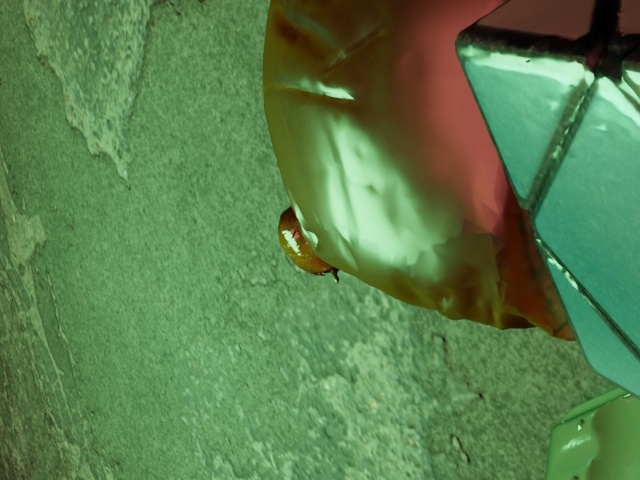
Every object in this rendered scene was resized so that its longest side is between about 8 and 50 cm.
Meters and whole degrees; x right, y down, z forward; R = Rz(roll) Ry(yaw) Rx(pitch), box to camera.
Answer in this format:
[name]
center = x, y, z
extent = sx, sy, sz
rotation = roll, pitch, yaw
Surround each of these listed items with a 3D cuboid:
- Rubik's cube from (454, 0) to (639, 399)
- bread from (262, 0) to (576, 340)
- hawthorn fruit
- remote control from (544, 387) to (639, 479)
[Rubik's cube]
center = 0.217, -0.037, 0.373
extent = 0.205, 0.207, 0.205
rotation = 31, 152, 61
[bread]
center = 0.098, -0.088, 0.565
extent = 0.279, 0.225, 0.250
rotation = 20, 119, 51
[hawthorn fruit]
center = -0.002, -0.006, 0.854
extent = 0.077, 0.077, 0.077
rotation = 24, 123, 44
[remote control]
center = 0.248, 0.109, 0.542
extent = 0.065, 0.128, 0.335
rotation = 28, 142, -15
